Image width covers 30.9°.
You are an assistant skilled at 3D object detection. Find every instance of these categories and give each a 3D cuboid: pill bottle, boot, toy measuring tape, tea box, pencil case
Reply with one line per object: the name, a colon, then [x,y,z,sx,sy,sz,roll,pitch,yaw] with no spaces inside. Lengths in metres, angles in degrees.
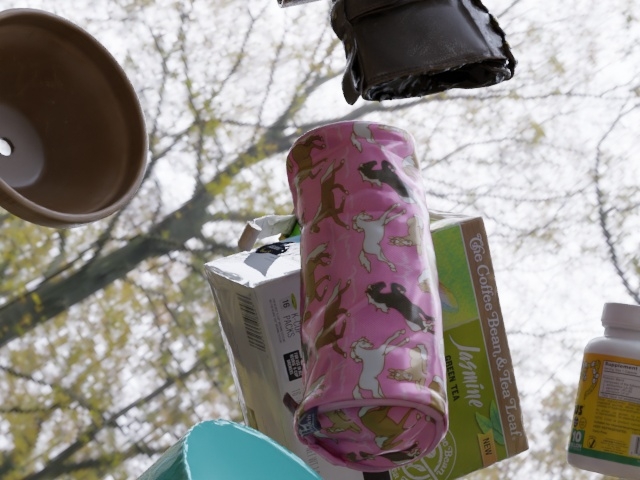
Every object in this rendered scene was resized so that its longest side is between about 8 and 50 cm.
pill bottle: [0.377,0.186,1.428,0.118,0.118,0.208,6,-98,40]
boot: [0.092,-0.220,0.915,0.229,0.263,0.091,63,-22,16]
toy measuring tape: [0.000,0.000,1.662,0.121,0.330,0.121,3,-83,23]
tea box: [0.060,0.153,1.524,0.220,0.324,0.328,15,-59,67]
pencil case: [0.043,0.050,1.262,0.167,0.386,0.160,2,-34,-5]

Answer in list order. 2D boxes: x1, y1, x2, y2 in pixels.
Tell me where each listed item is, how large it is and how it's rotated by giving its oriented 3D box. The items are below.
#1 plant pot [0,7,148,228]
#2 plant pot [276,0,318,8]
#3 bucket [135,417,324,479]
plant pot: [-0.307,-0.116,1.223,0.110,0.237,0.237,-23,-82,40]
plant pot: [0.058,-0.397,1.407,0.215,0.231,0.215,176,-90,-83]
bucket: [-0.076,0.296,0.945,0.281,0.281,0.183,46,-76,11]
